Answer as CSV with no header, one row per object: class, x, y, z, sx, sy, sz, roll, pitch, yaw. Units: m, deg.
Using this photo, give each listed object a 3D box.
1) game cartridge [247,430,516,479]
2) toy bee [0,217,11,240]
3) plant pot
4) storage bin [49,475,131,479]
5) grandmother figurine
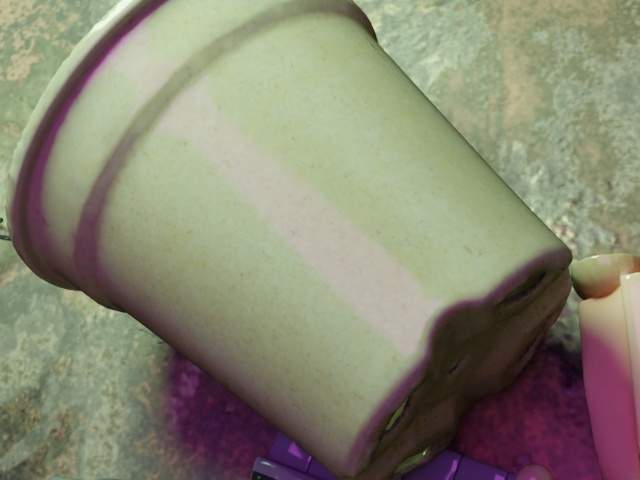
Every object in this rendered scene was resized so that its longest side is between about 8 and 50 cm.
game cartridge,0.009,0.312,0.881,0.230,0.068,0.355,18,75,19
toy bee,-0.368,0.099,1.020,0.298,0.195,0.162,-22,99,-30
plant pot,0.000,0.000,0.866,0.334,0.334,0.305,-45,66,-4
storage bin,-0.158,0.234,0.946,0.135,0.091,0.098,3,69,19
grandmother figurine,0.243,0.178,0.836,0.208,0.104,0.342,-7,66,9
